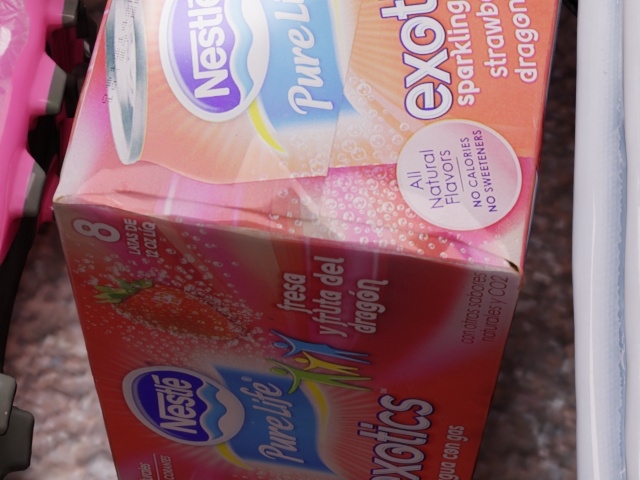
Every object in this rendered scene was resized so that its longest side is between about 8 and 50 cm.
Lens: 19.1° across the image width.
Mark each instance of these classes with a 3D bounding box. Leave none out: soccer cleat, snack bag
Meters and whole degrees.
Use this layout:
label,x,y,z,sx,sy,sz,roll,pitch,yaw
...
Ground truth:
label,x,y,z,sx,sy,sz,roll,pitch,yaw
soccer cleat,-0.182,-0.008,0.804,0.143,0.116,0.331,6,64,1
snack bag,0.160,0.053,0.676,0.037,0.342,0.323,-9,63,25

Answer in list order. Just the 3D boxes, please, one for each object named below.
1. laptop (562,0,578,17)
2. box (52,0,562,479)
label,x,y,z,sx,sy,sz,roll,pitch,yaw
laptop,0.086,-0.270,0.869,0.408,0.236,0.382,18,71,13
box,0.000,0.000,0.701,0.142,0.300,0.154,9,64,4
